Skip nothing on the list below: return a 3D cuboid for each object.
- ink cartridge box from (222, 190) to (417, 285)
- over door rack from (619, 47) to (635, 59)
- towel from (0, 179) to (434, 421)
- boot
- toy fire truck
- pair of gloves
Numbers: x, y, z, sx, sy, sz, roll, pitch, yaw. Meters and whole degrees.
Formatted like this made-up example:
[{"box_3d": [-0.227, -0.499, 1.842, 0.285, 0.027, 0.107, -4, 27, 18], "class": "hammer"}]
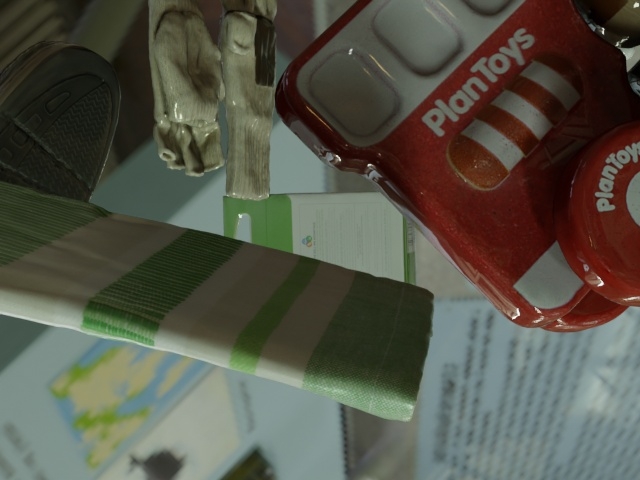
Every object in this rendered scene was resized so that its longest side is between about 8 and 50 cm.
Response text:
[{"box_3d": [0.000, 0.000, 1.705, 0.209, 0.109, 0.062, -1, -178, 17], "class": "ink cartridge box"}, {"box_3d": [0.250, -0.237, 1.269, 0.108, 0.324, 0.239, 45, 154, -16], "class": "over door rack"}, {"box_3d": [-0.102, 0.023, 0.802, 0.324, 0.038, 0.248, 14, -171, 5], "class": "towel"}, {"box_3d": [-0.351, -0.034, 1.244, 0.284, 0.377, 0.138, 32, -178, 39], "class": "boot"}, {"box_3d": [0.156, -0.104, 0.903, 0.254, 0.302, 0.169, 45, 166, -1], "class": "toy fire truck"}, {"box_3d": [-0.081, -0.144, 1.255, 0.042, 0.204, 0.240, -5, 170, 18], "class": "pair of gloves"}]
